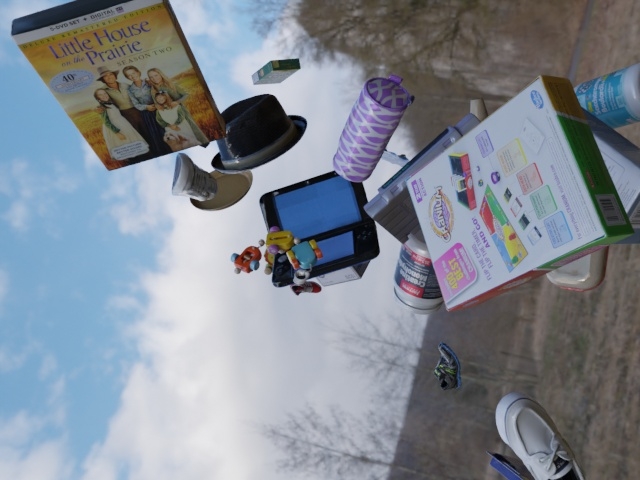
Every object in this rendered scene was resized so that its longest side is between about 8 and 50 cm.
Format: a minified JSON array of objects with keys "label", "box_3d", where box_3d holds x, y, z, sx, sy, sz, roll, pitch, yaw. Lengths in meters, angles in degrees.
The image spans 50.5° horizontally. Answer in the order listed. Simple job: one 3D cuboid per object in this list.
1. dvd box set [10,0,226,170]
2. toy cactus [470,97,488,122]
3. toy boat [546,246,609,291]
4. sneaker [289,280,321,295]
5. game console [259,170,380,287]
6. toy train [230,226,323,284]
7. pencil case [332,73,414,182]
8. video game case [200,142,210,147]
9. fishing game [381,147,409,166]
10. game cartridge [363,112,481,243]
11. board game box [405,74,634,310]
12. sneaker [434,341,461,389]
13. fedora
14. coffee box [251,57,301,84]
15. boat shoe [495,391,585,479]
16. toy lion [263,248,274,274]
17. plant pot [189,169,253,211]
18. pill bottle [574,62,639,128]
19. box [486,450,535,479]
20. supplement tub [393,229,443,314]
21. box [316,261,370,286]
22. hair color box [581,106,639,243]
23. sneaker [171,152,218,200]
[{"label":"dvd box set","box_3d":[-0.411,-0.338,1.466,0.420,0.308,0.062,72,-176,-56]},{"label":"toy cactus","box_3d":[0.461,-0.310,1.905,0.112,0.219,0.180,-18,-73,-22]},{"label":"toy boat","box_3d":[0.690,0.018,1.784,0.151,0.151,0.230,8,-90,-53]},{"label":"sneaker","box_3d":[-0.049,0.157,2.214,0.067,0.119,0.042,-106,36,-65]},{"label":"game console","box_3d":[-0.012,-0.039,1.783,0.250,0.293,0.173,-90,-21,-62]},{"label":"toy train","box_3d":[-0.076,0.039,1.259,0.125,0.166,0.046,-58,-31,-32]},{"label":"pencil case","box_3d":[0.085,-0.194,1.184,0.206,0.086,0.088,118,174,-49]},{"label":"video game case","box_3d":[-0.510,-0.452,2.286,0.275,0.035,0.248,22,-143,-43]},{"label":"fishing game","box_3d":[0.248,-0.290,2.305,0.041,0.264,0.189,-65,24,-1]},{"label":"game cartridge","box_3d":[0.291,-0.155,1.752,0.355,0.068,0.230,-41,-37,9]},{"label":"board game box","box_3d":[0.275,-0.057,1.017,0.064,0.316,0.242,-4,-110,-33]},{"label":"sneaker","box_3d":[0.397,0.403,2.140,0.067,0.078,0.188,-122,16,-57]},{"label":"fedora","box_3d":[-0.211,-0.348,2.096,0.152,0.334,0.334,65,-144,-31]},{"label":"coffee box","box_3d":[-0.156,-0.586,2.360,0.113,0.184,0.040,-11,-89,-28]},{"label":"boat shoe","box_3d":[0.393,0.368,1.155,0.095,0.258,0.084,-40,16,-8]},{"label":"toy lion","box_3d":[-0.116,0.059,1.940,0.034,0.100,0.096,-77,6,-63]},{"label":"plant pot","box_3d":[-0.341,-0.177,2.365,0.236,0.237,0.032,-64,-35,-38]},{"label":"pill bottle","box_3d":[0.768,-0.368,1.808,0.146,0.264,0.146,4,-98,-30]},{"label":"box","box_3d":[0.468,0.526,1.487,0.225,0.136,0.036,25,-87,-34]},{"label":"supplement tub","box_3d":[0.341,0.085,2.185,0.191,0.191,0.272,-55,-21,-51]},{"label":"box","box_3d":[0.000,0.000,2.044,0.290,0.169,0.087,50,-132,-22]},{"label":"hair color box","box_3d":[0.647,-0.173,1.625,0.374,0.114,0.185,58,140,46]},{"label":"sneaker","box_3d":[-0.325,-0.163,1.778,0.290,0.123,0.105,179,100,-79]}]
